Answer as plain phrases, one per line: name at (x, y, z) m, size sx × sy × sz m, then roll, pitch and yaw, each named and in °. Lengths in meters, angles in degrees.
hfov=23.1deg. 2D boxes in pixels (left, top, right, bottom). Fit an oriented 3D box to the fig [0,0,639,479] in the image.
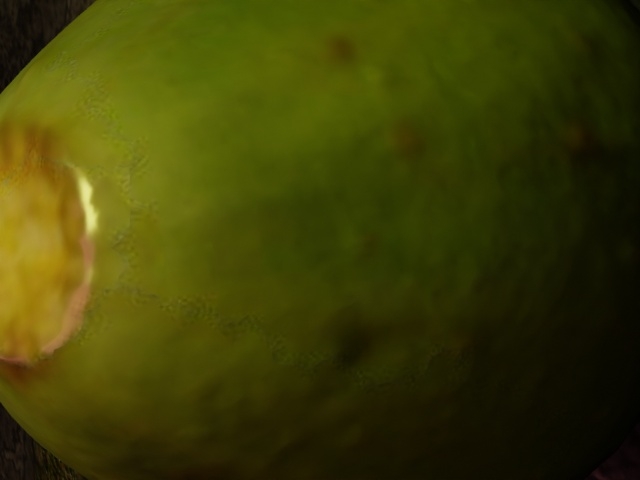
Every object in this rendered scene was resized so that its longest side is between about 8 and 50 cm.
fig at (0.000, 0.000, 0.588) m, size 0.258 × 0.326 × 0.258 m, roll 7°, pitch 103°, yaw 34°
